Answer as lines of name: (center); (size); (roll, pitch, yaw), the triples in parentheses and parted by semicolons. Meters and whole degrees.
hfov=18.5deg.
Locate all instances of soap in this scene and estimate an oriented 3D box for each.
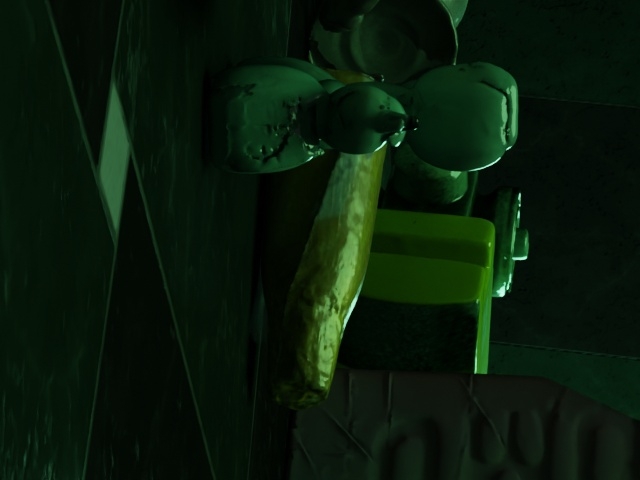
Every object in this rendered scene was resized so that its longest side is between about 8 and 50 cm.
soap: (0.137, 0.198, 1.446); (0.109, 0.323, 0.193); (88, 6, -49)

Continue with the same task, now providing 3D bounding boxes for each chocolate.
chocolate: (0.000, 0.000, 1.241); (0.085, 0.085, 0.219); (81, 13, -64)

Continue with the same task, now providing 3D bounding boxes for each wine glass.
wine glass: (0.059, -0.196, 1.603); (0.241, 0.126, 0.126); (-79, 169, -65)

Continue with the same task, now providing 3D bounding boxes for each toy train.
toy train: (0.087, 0.132, 1.805); (0.272, 0.179, 0.442); (-73, 166, -51)

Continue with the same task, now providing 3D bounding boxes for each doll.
doll: (0.024, -0.066, 1.040); (0.159, 0.158, 0.059); (-31, 123, -77)

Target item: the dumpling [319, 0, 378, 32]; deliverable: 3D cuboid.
dumpling: (0.002, -0.228, 0.939); (0.204, 0.163, 0.293); (-42, -143, 47)
